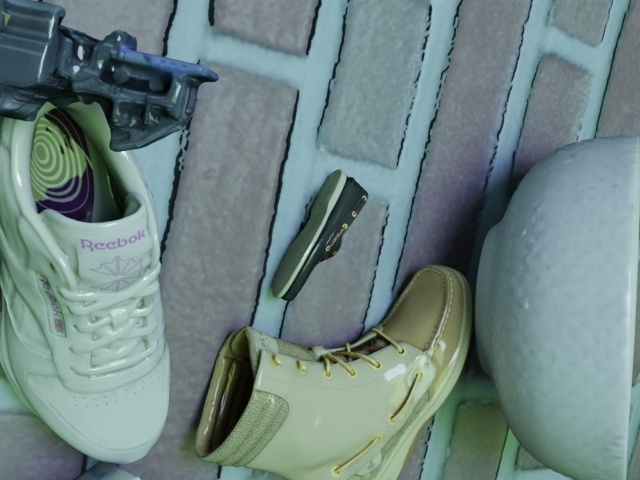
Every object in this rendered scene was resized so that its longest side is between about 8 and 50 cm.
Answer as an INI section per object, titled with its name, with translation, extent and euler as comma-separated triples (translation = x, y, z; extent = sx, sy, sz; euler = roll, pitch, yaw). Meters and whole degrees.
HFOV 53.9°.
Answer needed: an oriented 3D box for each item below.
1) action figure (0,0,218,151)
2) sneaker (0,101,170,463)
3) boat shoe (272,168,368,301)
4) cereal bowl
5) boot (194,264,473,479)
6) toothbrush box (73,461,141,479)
[action figure]
translation = -0.231, -0.062, 0.266
extent = 0.341, 0.178, 0.330
euler = 6, 86, 5
[sneaker]
translation = -0.165, 0.034, 0.430
extent = 0.114, 0.152, 0.305
euler = -21, 111, -31
[boat shoe]
translation = 0.001, 0.000, 0.579
extent = 0.042, 0.049, 0.133
euler = 34, 78, -23
[cereal bowl]
translation = 0.245, 0.066, 0.642
extent = 0.339, 0.141, 0.338
euler = -6, 96, -63
[boot]
translation = 0.019, 0.111, 0.590
extent = 0.203, 0.095, 0.262
euler = 31, 87, -29
[toothbrush box]
translation = -0.207, 0.326, 0.427
extent = 0.283, 0.122, 0.206
euler = -33, 97, -30
